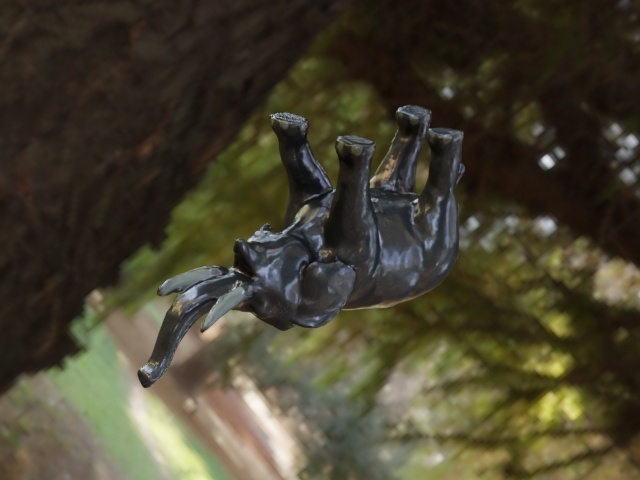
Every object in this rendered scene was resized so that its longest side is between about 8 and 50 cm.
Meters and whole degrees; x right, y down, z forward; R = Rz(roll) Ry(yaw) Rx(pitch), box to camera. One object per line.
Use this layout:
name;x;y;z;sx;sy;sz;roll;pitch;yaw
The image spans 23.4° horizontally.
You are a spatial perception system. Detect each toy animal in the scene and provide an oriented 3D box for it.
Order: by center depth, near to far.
toy animal;-0.001;-0.008;0.950;0.082;0.269;0.137;26;-58;39
